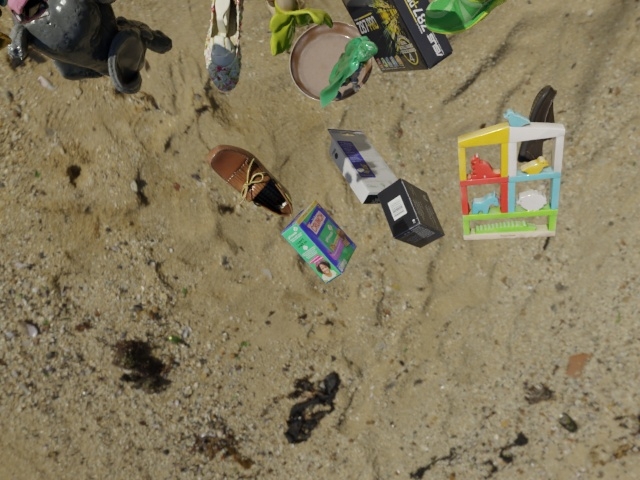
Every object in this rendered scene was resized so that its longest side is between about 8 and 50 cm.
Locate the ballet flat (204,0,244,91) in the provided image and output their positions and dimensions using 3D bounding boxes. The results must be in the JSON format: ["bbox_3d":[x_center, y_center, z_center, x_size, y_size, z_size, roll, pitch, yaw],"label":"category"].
[{"bbox_3d":[-0.216,-0.458,0.946,0.091,0.077,0.241,2,95,-1],"label":"ballet flat"}]

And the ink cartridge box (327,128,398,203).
[{"bbox_3d":[0.146,-0.259,1.484,0.165,0.333,0.065,-4,141,-30],"label":"ink cartridge box"}]

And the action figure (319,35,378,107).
[{"bbox_3d":[0.065,-0.363,0.902,0.063,0.232,0.137,16,90,-14],"label":"action figure"}]

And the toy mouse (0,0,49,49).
[{"bbox_3d":[-0.343,-0.250,0.457,0.143,0.161,0.031,-26,115,37],"label":"toy mouse"}]

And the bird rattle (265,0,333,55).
[{"bbox_3d":[-0.093,-0.495,0.814,0.143,0.207,0.253,-33,137,0],"label":"bird rattle"}]

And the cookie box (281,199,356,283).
[{"bbox_3d":[0.000,0.000,0.686,0.040,0.092,0.107,-37,100,33],"label":"cookie box"}]

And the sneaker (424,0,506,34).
[{"bbox_3d":[0.288,-0.470,0.761,0.123,0.295,0.109,22,81,-27],"label":"sneaker"}]

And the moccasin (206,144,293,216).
[{"bbox_3d":[-0.233,-0.193,1.486,0.139,0.147,0.380,-40,135,6],"label":"moccasin"}]

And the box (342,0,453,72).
[{"bbox_3d":[0.208,-0.671,1.295,0.097,0.395,0.318,-35,114,2],"label":"box"}]

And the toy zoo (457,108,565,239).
[{"bbox_3d":[0.388,-0.129,0.888,0.192,0.030,0.293,-3,126,20],"label":"toy zoo"}]

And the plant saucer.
[{"bbox_3d":[0.040,-0.655,1.596,0.310,0.050,0.310,0,85,5],"label":"plant saucer"}]

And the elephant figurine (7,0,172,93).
[{"bbox_3d":[-0.346,-0.315,0.692,0.186,0.169,0.239,-33,157,-1],"label":"elephant figurine"}]

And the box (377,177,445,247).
[{"bbox_3d":[0.264,-0.075,1.250,0.093,0.156,0.158,-34,148,32],"label":"box"}]

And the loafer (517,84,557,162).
[{"bbox_3d":[0.600,-0.309,1.162,0.080,0.078,0.220,-58,155,-43],"label":"loafer"}]
